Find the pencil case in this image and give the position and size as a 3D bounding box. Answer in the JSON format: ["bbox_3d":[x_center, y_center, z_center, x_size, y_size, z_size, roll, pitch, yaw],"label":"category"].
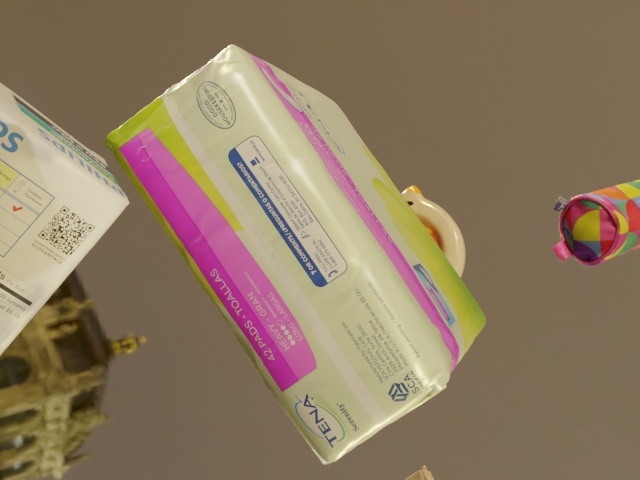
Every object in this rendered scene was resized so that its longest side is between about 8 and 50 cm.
[{"bbox_3d":[0.416,-0.031,1.403,0.104,0.236,0.104,14,-71,46],"label":"pencil case"}]

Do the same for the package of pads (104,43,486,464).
[{"bbox_3d":[0.000,0.000,0.676,0.229,0.101,0.296,55,11,7],"label":"package of pads"}]

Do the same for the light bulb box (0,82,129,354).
[{"bbox_3d":[-0.540,-0.052,1.493,0.358,0.361,0.225,39,4,-31],"label":"light bulb box"}]

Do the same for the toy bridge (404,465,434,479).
[{"bbox_3d":[0.171,0.388,1.395,0.063,0.026,0.188,-39,-132,22],"label":"toy bridge"}]

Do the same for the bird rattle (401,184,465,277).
[{"bbox_3d":[0.093,0.036,1.355,0.253,0.207,0.143,54,2,33],"label":"bird rattle"}]
